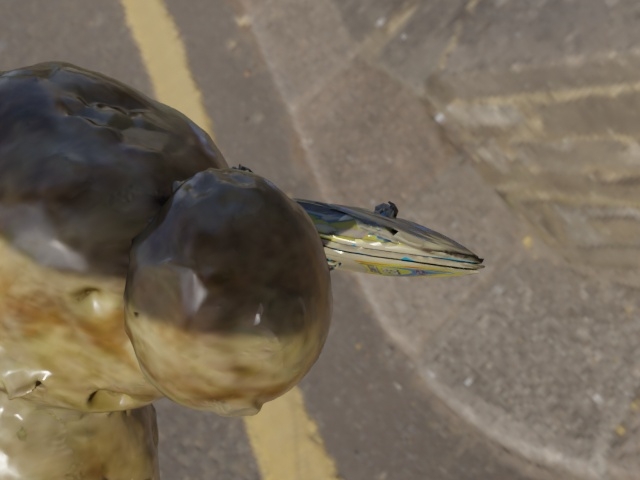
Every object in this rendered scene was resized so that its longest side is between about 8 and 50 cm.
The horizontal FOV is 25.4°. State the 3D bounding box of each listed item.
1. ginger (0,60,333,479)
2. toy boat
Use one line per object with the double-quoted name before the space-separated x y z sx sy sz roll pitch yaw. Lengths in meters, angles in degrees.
"ginger" -0.127 0.036 0.670 0.304 0.155 0.244 -45 70 37
"toy boat" 0.000 0.000 0.892 0.210 0.084 0.066 8 76 14
